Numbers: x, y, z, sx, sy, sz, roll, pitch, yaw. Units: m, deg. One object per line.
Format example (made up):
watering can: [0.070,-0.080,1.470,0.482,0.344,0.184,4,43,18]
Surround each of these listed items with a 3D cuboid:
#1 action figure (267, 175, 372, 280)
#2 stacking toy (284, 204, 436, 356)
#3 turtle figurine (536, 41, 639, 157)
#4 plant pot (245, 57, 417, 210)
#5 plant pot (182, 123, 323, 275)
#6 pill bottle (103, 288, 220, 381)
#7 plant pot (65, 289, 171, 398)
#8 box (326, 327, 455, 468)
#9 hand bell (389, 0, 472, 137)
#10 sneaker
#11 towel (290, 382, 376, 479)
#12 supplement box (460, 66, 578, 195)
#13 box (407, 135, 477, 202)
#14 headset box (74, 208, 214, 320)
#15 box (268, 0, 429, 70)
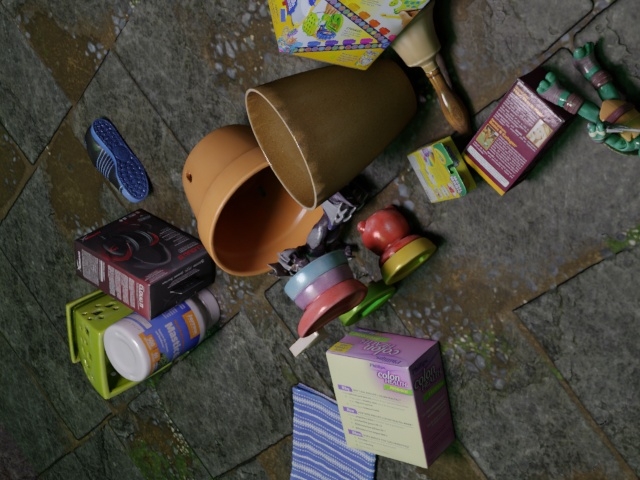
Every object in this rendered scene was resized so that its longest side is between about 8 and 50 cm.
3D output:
action figure: [0.000,0.000,1.892,0.099,0.185,0.285,42,124,21]
stacking toy: [0.043,0.074,1.826,0.130,0.309,0.279,55,147,15]
turtle figurine: [0.450,-0.188,1.404,0.234,0.175,0.118,45,153,24]
plant pot: [0.033,-0.217,1.658,0.237,0.254,0.237,54,165,22]
plant pot: [-0.148,-0.101,1.906,0.203,0.291,0.290,45,138,36]
pill bottle: [-0.375,0.214,2.269,0.152,0.272,0.152,22,126,33]
plant pot: [-0.541,0.242,2.476,0.207,0.228,0.227,29,130,36]
box: [0.149,0.328,1.980,0.214,0.117,0.242,5,117,40]
hand bell: [0.198,-0.283,1.618,0.126,0.126,0.242,-15,114,45]
sneaker: [-0.505,-0.184,2.305,0.090,0.081,0.232,-39,79,49]
towel: [0.025,0.524,2.258,0.243,0.040,0.336,22,126,30]
supplement box: [0.333,-0.180,1.554,0.104,0.081,0.188,46,136,13]
box: [0.215,-0.125,1.655,0.105,0.043,0.179,62,172,-5]
headset box: [-0.411,0.058,2.252,0.293,0.218,0.110,27,129,29]
box: [0.048,-0.480,1.487,0.279,0.177,0.289,-43,52,45]
